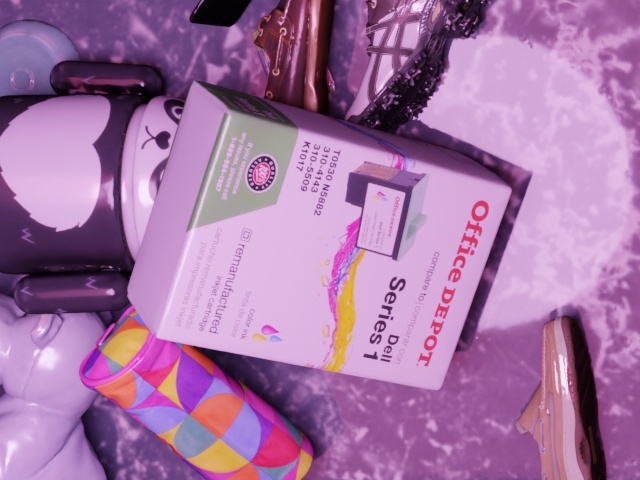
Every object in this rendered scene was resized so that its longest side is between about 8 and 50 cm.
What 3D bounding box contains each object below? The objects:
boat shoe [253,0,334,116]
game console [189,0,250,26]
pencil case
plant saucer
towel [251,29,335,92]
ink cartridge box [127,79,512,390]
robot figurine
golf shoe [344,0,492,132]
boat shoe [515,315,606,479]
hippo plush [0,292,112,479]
[{"bbox_3d":[-0.027,-0.176,1.304,0.073,0.073,0.207,7,98,11],"label":"boat shoe"},{"bbox_3d":[-0.087,-0.258,1.295,0.071,0.122,0.107,-19,91,15],"label":"game console"},{"bbox_3d":[-0.110,0.156,1.302,0.104,0.104,0.236,-34,122,15],"label":"pencil case"},{"bbox_3d":[-0.293,-0.159,1.410,0.119,0.021,0.119,2,97,13],"label":"plant saucer"},{"bbox_3d":[-0.026,-0.170,1.349,0.060,0.009,0.083,-23,90,16],"label":"towel"},{"bbox_3d":[0.000,0.000,1.234,0.278,0.117,0.201,13,103,-25],"label":"ink cartridge box"},{"bbox_3d":[-0.222,-0.053,1.321,0.278,0.173,0.209,1,106,9],"label":"robot figurine"},{"bbox_3d":[0.072,-0.182,1.299,0.094,0.077,0.198,42,103,24],"label":"golf shoe"},{"bbox_3d":[0.212,0.164,1.303,0.072,0.068,0.190,-5,96,26],"label":"boat shoe"},{"bbox_3d":[-0.288,0.170,1.339,0.294,0.234,0.236,12,100,13],"label":"hippo plush"}]
